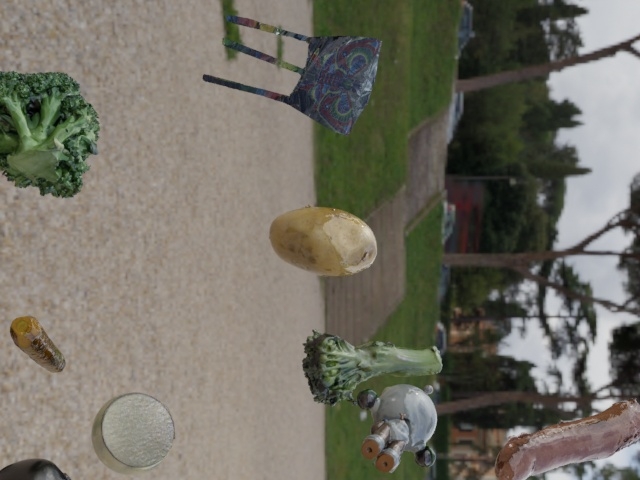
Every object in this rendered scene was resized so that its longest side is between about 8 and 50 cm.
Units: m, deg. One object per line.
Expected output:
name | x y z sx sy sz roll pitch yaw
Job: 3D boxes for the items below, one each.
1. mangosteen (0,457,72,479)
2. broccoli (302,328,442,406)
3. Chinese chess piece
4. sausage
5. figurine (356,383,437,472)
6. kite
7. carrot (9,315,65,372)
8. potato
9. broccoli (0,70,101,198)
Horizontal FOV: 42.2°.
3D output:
mangosteen | -0.365 0.340 1.001 0.137 0.151 0.137 50 -21 28
broccoli | 0.112 0.265 1.775 0.145 0.304 0.165 135 -48 -83
Chinese chess piece | -0.278 0.286 1.228 0.051 0.122 0.122 -39 -141 46
sausage | 0.385 0.311 1.274 0.078 0.304 0.078 36 -49 57
figurine | 0.108 0.273 1.199 0.093 0.147 0.197 -51 171 34
kite | -0.030 -0.238 1.169 0.015 0.285 0.152 36 -67 48
carrot | -0.381 0.145 1.128 0.171 0.042 0.042 94 -2 -66
potato | 0.000 0.000 1.299 0.118 0.178 0.109 -39 131 -47
broccoli | -0.398 -0.146 1.154 0.195 0.195 0.156 85 -10 -50
